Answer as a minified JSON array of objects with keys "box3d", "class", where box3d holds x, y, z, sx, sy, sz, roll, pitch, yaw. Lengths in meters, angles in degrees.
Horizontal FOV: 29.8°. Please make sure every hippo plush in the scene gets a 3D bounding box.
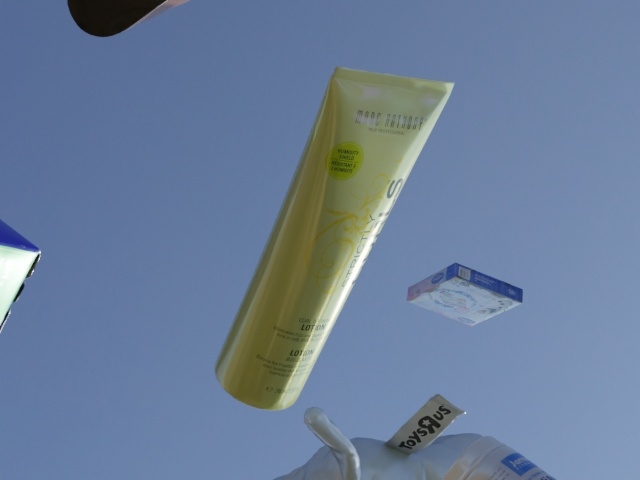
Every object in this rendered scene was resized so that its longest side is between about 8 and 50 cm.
[{"box3d":[0.067,0.283,0.958,0.234,0.237,0.294,-2,-26,-24],"class":"hippo plush"}]

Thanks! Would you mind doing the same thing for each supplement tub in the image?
[{"box3d":[0.122,0.170,0.695,0.107,0.071,0.071,34,-60,28],"class":"supplement tub"}]

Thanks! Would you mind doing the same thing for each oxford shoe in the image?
[{"box3d":[-0.092,-0.225,0.928,0.212,0.076,0.076,-21,-80,15],"class":"oxford shoe"}]

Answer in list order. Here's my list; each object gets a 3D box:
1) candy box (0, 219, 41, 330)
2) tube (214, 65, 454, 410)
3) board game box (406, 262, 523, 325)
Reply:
[{"box3d":[-0.440,-0.029,1.030,0.268,0.317,0.122,33,-83,22],"class":"candy box"},{"box3d":[0.000,0.000,0.754,0.062,0.070,0.240,27,-64,5],"class":"tube"},{"box3d":[0.155,0.059,1.299,0.090,0.020,0.090,22,-30,-24],"class":"board game box"}]
